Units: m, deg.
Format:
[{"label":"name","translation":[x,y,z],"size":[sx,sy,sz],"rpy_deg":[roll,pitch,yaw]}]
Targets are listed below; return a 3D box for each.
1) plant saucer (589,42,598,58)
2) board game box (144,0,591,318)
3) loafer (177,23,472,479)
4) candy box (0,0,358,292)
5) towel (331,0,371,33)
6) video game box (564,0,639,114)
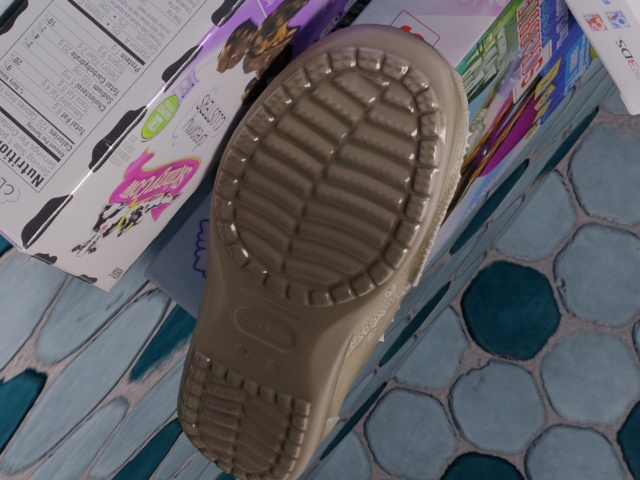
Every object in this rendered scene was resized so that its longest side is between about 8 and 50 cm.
[{"label":"plant saucer","translation":[0.188,-0.209,1.059],"size":[0.188,0.045,0.188],"rpy_deg":[50,50,-78]},{"label":"board game box","translation":[0.047,-0.052,1.149],"size":[0.318,0.066,0.319],"rpy_deg":[-50,167,-4]},{"label":"loafer","translation":[0.000,0.000,0.906],"size":[0.092,0.102,0.268],"rpy_deg":[-53,170,-52]},{"label":"candy box","translation":[-0.069,-0.078,0.808],"size":[0.196,0.070,0.165],"rpy_deg":[-49,172,-2]},{"label":"towel","translation":[0.100,-0.223,1.139],"size":[0.312,0.056,0.324],"rpy_deg":[-57,166,26]},{"label":"video game box","translation":[0.176,-0.198,0.942],"size":[0.048,0.187,0.205],"rpy_deg":[4,-132,50]}]
